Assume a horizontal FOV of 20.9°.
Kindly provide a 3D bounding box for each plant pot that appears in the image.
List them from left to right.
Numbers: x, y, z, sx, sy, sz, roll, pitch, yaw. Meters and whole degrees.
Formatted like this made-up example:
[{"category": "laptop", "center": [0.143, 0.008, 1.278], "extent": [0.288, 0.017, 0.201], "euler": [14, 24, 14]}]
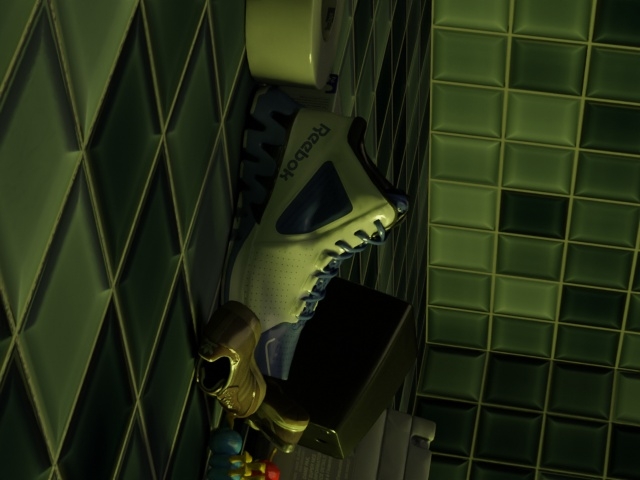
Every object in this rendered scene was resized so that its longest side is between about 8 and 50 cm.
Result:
[{"category": "plant pot", "center": [-0.004, 0.145, 2.016], "extent": [0.188, 0.187, 0.167], "euler": [78, 32, -66]}]

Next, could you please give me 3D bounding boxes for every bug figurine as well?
[{"category": "bug figurine", "center": [-0.086, 0.316, 1.923], "extent": [0.279, 0.072, 0.216], "euler": [59, 32, -69]}]

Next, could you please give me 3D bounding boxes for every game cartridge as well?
[{"category": "game cartridge", "center": [0.008, 0.364, 2.121], "extent": [0.068, 0.230, 0.355], "euler": [142, -38, -63]}]

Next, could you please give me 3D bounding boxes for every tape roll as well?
[{"category": "tape roll", "center": [-0.022, -0.273, 1.856], "extent": [0.219, 0.072, 0.219], "euler": [7, 90, -82]}]

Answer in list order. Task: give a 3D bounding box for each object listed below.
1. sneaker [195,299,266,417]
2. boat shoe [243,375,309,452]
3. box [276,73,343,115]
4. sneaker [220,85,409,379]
[{"category": "sneaker", "center": [-0.102, 0.134, 1.769], "extent": [0.071, 0.066, 0.188], "euler": [-46, 155, -29]}, {"category": "boat shoe", "center": [-0.064, 0.181, 1.878], "extent": [0.152, 0.056, 0.049], "euler": [37, -70, 60]}, {"category": "box", "center": [-0.019, -0.107, 2.013], "extent": [0.126, 0.072, 0.137], "euler": [80, 18, -64]}, {"category": "sneaker", "center": [0.000, -0.001, 1.864], "extent": [0.127, 0.182, 0.315], "euler": [-6, 103, -80]}]
